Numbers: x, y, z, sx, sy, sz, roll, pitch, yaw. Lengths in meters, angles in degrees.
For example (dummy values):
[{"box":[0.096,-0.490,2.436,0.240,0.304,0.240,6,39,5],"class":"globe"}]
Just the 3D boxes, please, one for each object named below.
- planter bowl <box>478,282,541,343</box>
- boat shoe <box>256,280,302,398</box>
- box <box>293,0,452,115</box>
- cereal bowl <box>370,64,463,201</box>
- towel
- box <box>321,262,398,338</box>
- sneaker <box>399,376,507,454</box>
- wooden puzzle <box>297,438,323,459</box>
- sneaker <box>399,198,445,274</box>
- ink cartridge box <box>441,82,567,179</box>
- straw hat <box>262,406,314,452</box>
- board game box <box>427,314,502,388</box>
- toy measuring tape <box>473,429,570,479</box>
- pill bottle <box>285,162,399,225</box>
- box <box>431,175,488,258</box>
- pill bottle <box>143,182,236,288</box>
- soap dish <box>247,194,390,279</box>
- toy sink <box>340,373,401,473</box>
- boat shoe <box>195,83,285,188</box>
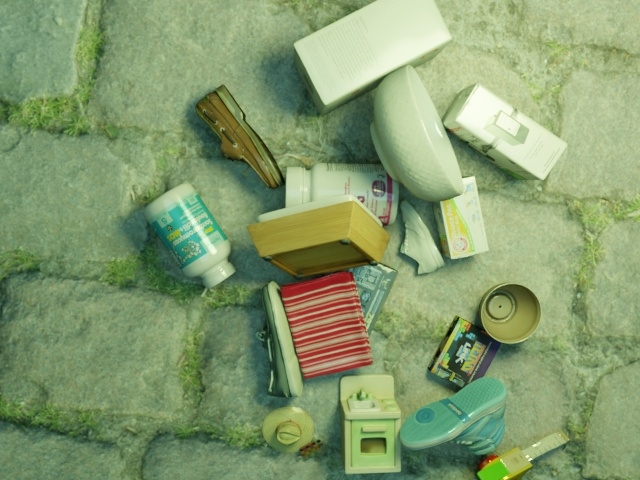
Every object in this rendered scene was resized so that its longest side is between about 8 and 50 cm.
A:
[{"box":[0.499,0.186,1.779,0.162,0.109,0.162,0,96,-3],"class":"planter bowl"},{"box":[-0.126,0.270,1.752,0.099,0.116,0.319,-10,98,14],"class":"boat shoe"},{"box":[0.120,-0.475,1.648,0.345,0.215,0.168,-27,94,-1],"class":"box"},{"box":[0.217,-0.240,1.585,0.141,0.339,0.338,-23,96,21],"class":"cereal bowl"},{"box":[0.018,0.225,1.736,0.199,0.031,0.274,-13,103,6],"class":"towel"},{"box":[0.080,0.150,1.778,0.184,0.059,0.232,23,94,-2],"class":"box"},{"box":[0.368,0.519,1.756,0.319,0.127,0.208,-22,122,-12],"class":"sneaker"},{"box":[-0.028,0.583,1.827,0.083,0.006,0.049,-28,121,-1],"class":"wooden puzzle"},{"box":[0.250,-0.005,1.771,0.094,0.080,0.212,-27,97,11],"class":"sneaker"},{"box":[0.460,-0.274,1.693,0.273,0.198,0.114,33,94,-5],"class":"ink cartridge box"},{"box":[-0.088,0.530,1.802,0.145,0.061,0.144,0,94,-3],"class":"straw hat"},{"box":[0.399,0.314,1.816,0.141,0.048,0.170,27,93,-4],"class":"board game box"},{"box":[0.548,0.634,1.837,0.330,0.121,0.121,-20,96,-19],"class":"toy measuring tape"},{"box":[0.051,-0.120,1.704,0.283,0.160,0.160,1,95,-3],"class":"pill bottle"},{"box":[0.365,-0.062,1.749,0.103,0.114,0.203,-13,97,-1],"class":"box"},{"box":[-0.328,-0.007,1.701,0.146,0.146,0.264,-34,96,0],"class":"pill bottle"},{"box":[0.000,0.000,1.631,0.291,0.229,0.118,-12,64,24],"class":"soap dish"},{"box":[0.134,0.493,1.776,0.153,0.131,0.234,0,94,-4],"class":"toy sink"},{"box":[-0.209,-0.251,1.713,0.104,0.111,0.307,-34,86,4],"class":"boat shoe"}]
